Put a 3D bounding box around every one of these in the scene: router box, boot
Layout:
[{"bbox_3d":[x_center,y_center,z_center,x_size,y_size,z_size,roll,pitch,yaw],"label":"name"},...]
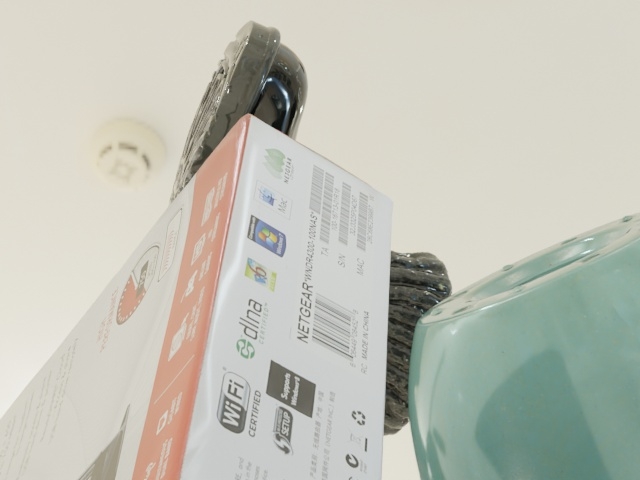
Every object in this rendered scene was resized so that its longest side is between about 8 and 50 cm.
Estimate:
[{"bbox_3d":[-0.093,0.158,0.545,0.082,0.335,0.301,30,-55,-19],"label":"router box"},{"bbox_3d":[-0.001,-0.001,1.136,0.260,0.131,0.348,13,-60,-11],"label":"boot"}]

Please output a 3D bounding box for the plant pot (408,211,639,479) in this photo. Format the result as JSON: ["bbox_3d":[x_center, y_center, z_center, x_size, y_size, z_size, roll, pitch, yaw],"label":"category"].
[{"bbox_3d":[0.188,0.118,0.836,0.293,0.293,0.235,-25,-88,9],"label":"plant pot"}]
